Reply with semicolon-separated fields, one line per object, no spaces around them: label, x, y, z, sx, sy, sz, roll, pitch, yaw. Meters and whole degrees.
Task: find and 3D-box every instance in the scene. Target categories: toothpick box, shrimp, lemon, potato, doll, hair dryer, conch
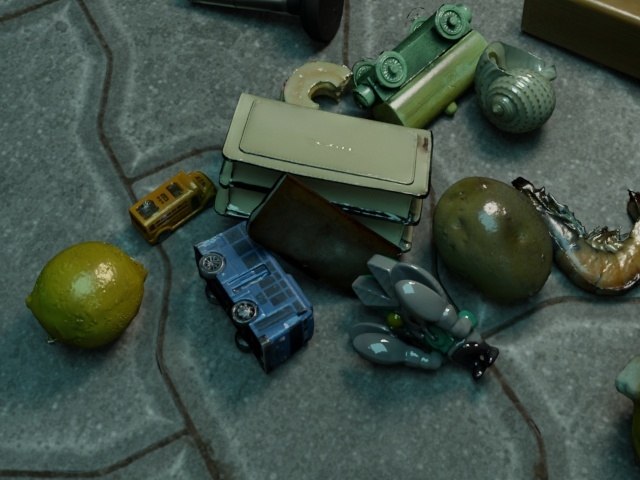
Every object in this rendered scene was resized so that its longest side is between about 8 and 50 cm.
toothpick box;0.563;-0.443;2.009;0.308;0.187;0.190;27;65;19
shrimp;0.479;-0.040;1.849;0.222;0.054;0.290;-40;71;-18
lemon;-0.383;0.089;1.728;0.206;0.173;0.173;-30;64;-30
potato;0.297;-0.002;1.779;0.178;0.160;0.235;-35;76;18
doll;0.166;0.122;1.694;0.258;0.195;0.153;13;23;19
hair dryer;-0.082;-0.569;2.107;0.320;0.156;0.284;20;73;21
conch;0.365;-0.278;1.946;0.172;0.131;0.200;37;29;20

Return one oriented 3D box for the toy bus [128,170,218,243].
toy bus;-0.264;-0.071;1.869;0.162;0.074;0.069;-38;65;-17

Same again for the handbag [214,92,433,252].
handbag;0.009;-0.130;1.830;0.358;0.160;0.237;12;46;0

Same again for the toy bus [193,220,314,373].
toy bus;-0.109;0.093;1.752;0.133;0.116;0.234;-28;62;-18

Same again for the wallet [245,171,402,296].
wallet;0.000;0.000;1.743;0.255;0.137;0.031;33;20;-22

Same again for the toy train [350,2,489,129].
toy train;0.195;-0.324;1.985;0.307;0.126;0.189;-41;112;-20

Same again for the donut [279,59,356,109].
donut;-0.018;-0.279;1.986;0.108;0.065;0.166;33;68;16

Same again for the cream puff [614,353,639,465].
cream puff;0.646;0.250;1.562;0.378;0.275;0.378;0;59;-1
